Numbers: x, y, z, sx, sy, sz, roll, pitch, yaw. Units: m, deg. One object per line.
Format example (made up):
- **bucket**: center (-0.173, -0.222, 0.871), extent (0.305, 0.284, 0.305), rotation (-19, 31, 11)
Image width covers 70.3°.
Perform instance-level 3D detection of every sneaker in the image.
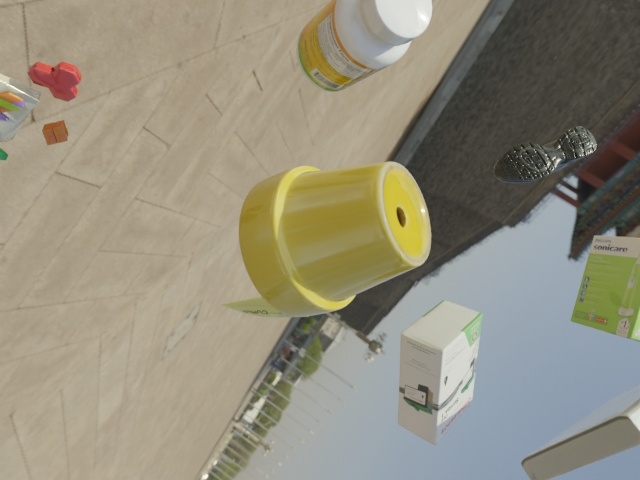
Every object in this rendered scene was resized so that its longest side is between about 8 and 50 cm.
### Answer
- **sneaker**: center (0.602, -0.212, 1.247), extent (0.285, 0.109, 0.130), rotation (-16, 166, -7)

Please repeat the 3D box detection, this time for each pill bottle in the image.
- **pill bottle**: center (0.066, -0.342, 0.748), extent (0.136, 0.136, 0.245), rotation (-55, -158, -13)

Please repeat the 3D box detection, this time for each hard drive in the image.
- **hard drive**: center (0.547, 0.313, 0.817), extent (0.352, 0.047, 0.233), rotation (-9, 146, -34)

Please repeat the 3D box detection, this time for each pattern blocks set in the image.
- **pattern blocks set**: center (-0.599, -0.244, 0.805), extent (0.324, 0.285, 0.026), rotation (-33, -128, 43)

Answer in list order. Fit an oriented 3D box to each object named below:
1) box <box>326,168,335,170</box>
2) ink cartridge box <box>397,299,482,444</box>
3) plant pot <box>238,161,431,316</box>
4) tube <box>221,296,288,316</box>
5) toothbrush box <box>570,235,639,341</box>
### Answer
- **box**: center (0.004, -0.065, 0.986), extent (0.126, 0.137, 0.072), rotation (-27, 178, 28)
- **ink cartridge box**: center (0.231, 0.253, 0.884), extent (0.160, 0.092, 0.220), rotation (-25, 121, -41)
- **plant pot**: center (0.037, -0.015, 0.745), extent (0.238, 0.254, 0.254), rotation (-15, -157, 36)
- **tube**: center (-0.128, 0.164, 1.117), extent (0.239, 0.070, 0.062), rotation (-9, -158, 33)
- **toothbrush box**: center (0.894, 0.139, 1.334), extent (0.206, 0.122, 0.284), rotation (-170, -85, -73)
